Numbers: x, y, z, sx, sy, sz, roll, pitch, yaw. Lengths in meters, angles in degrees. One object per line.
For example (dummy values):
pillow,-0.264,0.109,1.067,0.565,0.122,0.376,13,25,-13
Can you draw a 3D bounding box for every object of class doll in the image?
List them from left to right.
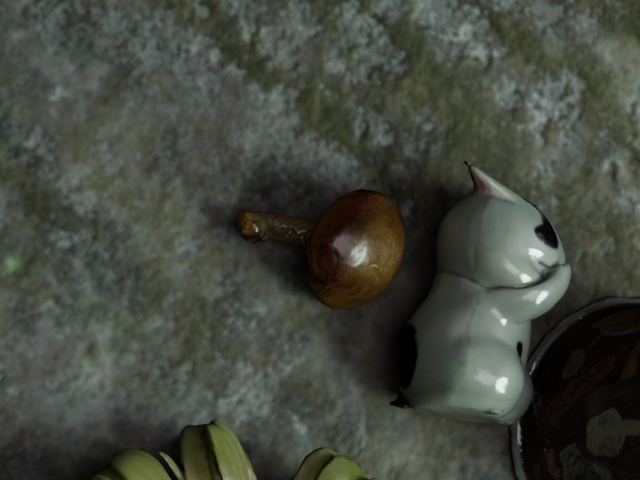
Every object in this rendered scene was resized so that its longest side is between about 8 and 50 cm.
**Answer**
doll,0.122,0.049,1.168,0.107,0.110,0.181,18,79,20

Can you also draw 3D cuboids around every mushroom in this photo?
mushroom,0.004,0.006,1.145,0.129,0.073,0.088,5,118,-18

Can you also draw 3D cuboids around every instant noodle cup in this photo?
instant noodle cup,0.280,0.145,1.170,0.217,0.207,0.217,2,84,-21

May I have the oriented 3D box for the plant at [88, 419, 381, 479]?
plant,-0.040,0.268,1.010,0.306,0.261,0.297,22,78,-29
